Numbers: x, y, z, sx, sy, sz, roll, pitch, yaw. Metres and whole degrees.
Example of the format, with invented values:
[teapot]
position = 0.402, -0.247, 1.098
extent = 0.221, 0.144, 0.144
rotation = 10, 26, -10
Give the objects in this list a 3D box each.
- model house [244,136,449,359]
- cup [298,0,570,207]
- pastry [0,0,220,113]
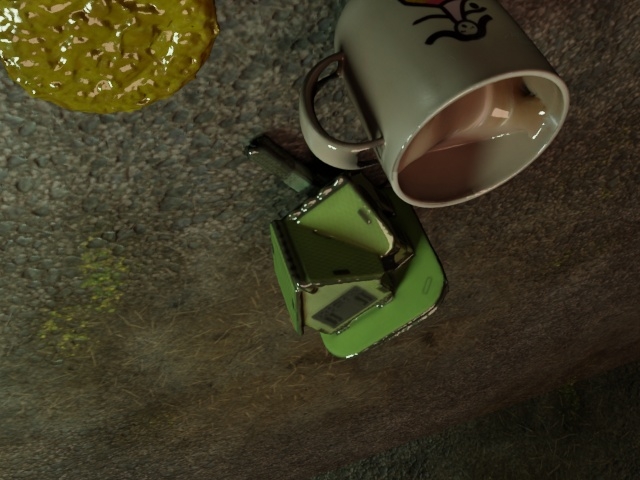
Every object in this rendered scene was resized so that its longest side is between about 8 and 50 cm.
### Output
[model house]
position = 0.000, 0.000, 0.984
extent = 0.204, 0.218, 0.278
rotation = -35, 144, 17
[cup]
position = 0.093, -0.161, 0.792
extent = 0.252, 0.200, 0.192
rotation = -18, 150, -12
[pastry]
position = -0.180, -0.197, 0.638
extent = 0.188, 0.103, 0.189
rotation = -17, 149, -11
